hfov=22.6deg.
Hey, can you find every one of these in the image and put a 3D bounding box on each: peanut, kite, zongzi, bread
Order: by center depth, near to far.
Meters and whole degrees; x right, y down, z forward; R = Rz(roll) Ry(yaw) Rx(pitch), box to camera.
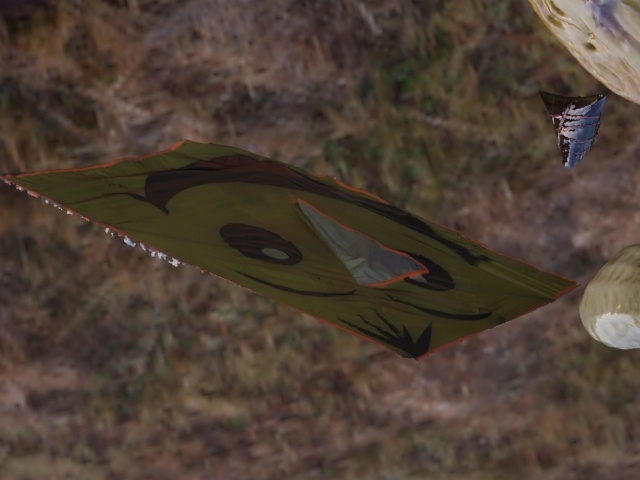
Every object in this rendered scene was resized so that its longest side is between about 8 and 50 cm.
[{"bbox_3d":[-0.001,0.002,0.947,0.378,0.327,0.013,10,108,-22],"label":"kite"},{"bbox_3d":[0.260,-0.224,1.349,0.099,0.235,0.210,-44,179,44],"label":"bread"},{"bbox_3d":[0.275,-0.129,1.677,0.073,0.083,0.067,-17,-167,38],"label":"zongzi"},{"bbox_3d":[0.397,0.055,1.833,0.111,0.125,0.274,29,160,-17],"label":"peanut"}]
